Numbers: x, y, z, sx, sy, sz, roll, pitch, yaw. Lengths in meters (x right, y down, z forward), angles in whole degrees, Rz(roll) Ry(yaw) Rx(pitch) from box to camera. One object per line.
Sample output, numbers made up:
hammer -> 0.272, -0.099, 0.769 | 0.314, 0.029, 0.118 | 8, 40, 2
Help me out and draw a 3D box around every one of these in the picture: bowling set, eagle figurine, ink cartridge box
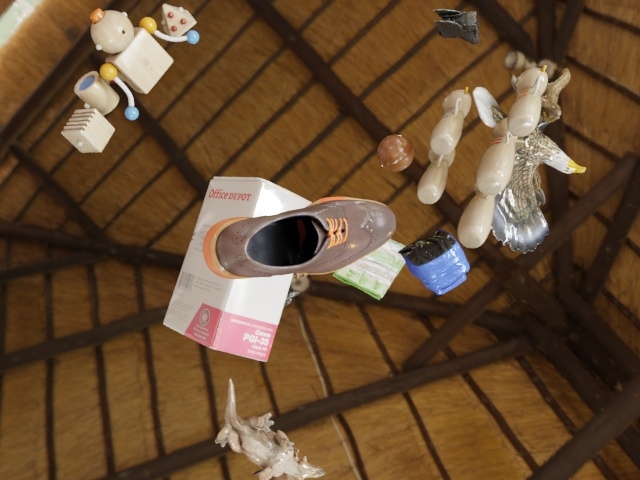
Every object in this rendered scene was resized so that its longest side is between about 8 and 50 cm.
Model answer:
bowling set -> 0.198, -0.147, 0.979 | 0.287, 0.200, 0.154 | 105, 10, -48
eagle figurine -> 0.395, -0.154, 1.301 | 0.225, 0.226, 0.298 | 55, -33, 37
ink cartridge box -> -0.144, 0.042, 1.163 | 0.207, 0.117, 0.283 | 9, -100, 56

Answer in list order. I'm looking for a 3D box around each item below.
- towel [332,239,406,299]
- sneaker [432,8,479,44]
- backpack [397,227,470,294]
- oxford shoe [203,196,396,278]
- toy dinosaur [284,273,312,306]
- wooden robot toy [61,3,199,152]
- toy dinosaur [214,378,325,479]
towel -> 0.105, 0.046, 1.356 | 0.113, 0.023, 0.152 | 25, -131, 15
sneaker -> 0.298, -0.465, 1.463 | 0.089, 0.170, 0.051 | -2, -91, 16
backpack -> 0.211, 0.040, 1.179 | 0.098, 0.101, 0.120 | -36, -169, 0
oxford shoe -> 0.000, 0.000, 0.819 | 0.098, 0.271, 0.097 | -2, -80, 56
toy dinosaur -> -0.141, 0.095, 1.572 | 0.322, 0.218, 0.164 | 12, -97, 15
wooden robot toy -> -0.184, -0.167, 0.597 | 0.076, 0.079, 0.173 | 22, -109, 39
toy dinosaur -> -0.127, 0.431, 1.412 | 0.127, 0.295, 0.200 | -41, 177, -10
